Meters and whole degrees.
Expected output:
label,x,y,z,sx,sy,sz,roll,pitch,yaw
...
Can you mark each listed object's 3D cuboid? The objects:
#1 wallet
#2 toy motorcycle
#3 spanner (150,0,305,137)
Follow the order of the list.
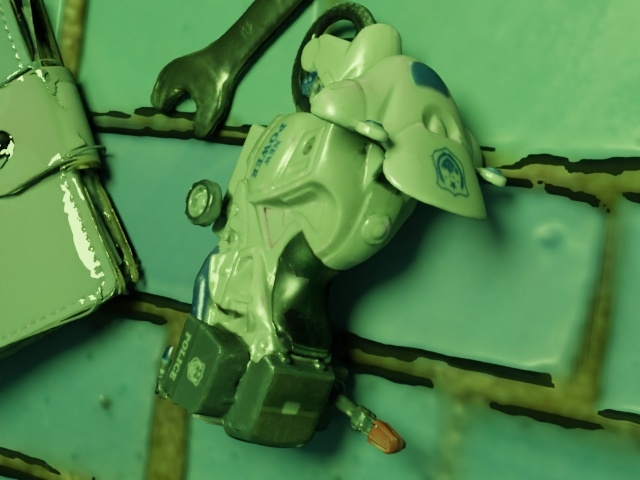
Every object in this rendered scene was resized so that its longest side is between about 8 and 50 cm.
label,x,y,z,sx,sy,sz,roll,pitch,yaw
wallet,-0.209,-0.040,0.623,0.170,0.069,0.231,-26,79,10
toy motorcycle,0.000,0.000,0.485,0.150,0.102,0.221,32,103,49
spanner,-0.001,-0.146,0.530,0.254,0.015,0.054,-42,71,24
